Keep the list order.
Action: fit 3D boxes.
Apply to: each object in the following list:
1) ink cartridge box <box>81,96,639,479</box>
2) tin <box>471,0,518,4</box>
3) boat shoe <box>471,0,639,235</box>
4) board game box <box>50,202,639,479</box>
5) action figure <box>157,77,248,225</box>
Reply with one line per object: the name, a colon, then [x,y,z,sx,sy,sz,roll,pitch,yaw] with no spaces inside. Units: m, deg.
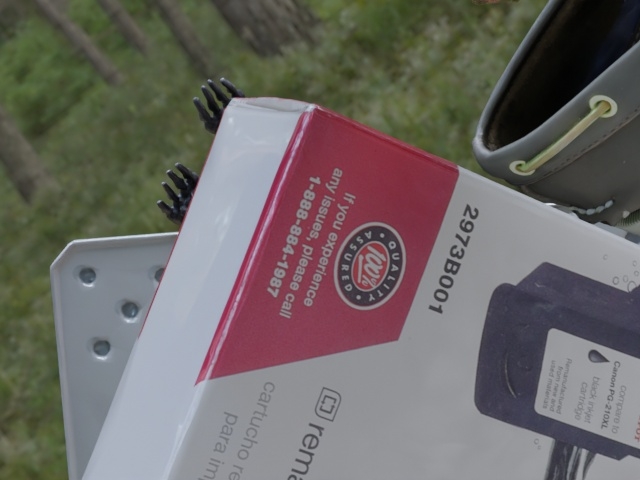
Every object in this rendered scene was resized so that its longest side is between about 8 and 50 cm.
ink cartridge box: [0.055,0.073,0.528,0.172,0.237,0.100,-69,20,-2]
tin: [0.103,-0.249,0.976,0.040,0.190,0.106,-7,8,1]
boat shoe: [0.162,-0.126,0.586,0.109,0.091,0.305,-97,27,-47]
board game box: [0.056,0.177,0.875,0.389,0.390,0.050,-5,6,-2]
action figure: [0.000,0.000,1.030,0.141,0.275,0.164,25,-84,-56]
